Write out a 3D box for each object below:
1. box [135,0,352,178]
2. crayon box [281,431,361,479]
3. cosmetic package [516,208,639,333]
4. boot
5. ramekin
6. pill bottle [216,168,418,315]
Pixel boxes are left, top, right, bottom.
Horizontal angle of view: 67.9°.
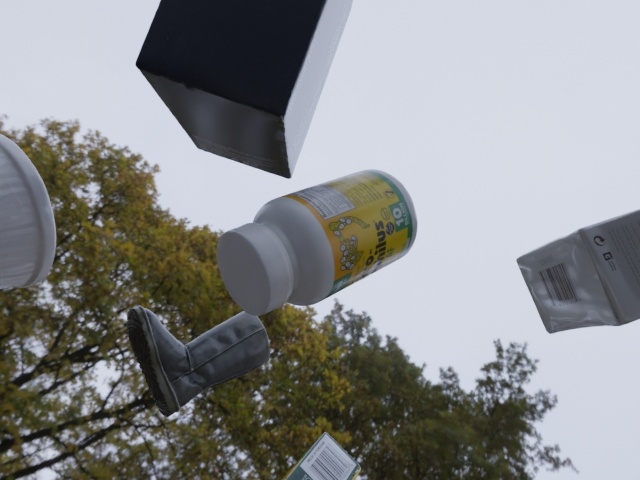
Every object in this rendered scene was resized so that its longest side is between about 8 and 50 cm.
[{"bbox_3d":[-0.073,-0.304,0.682,0.179,0.312,0.343,19,-97,-1],"label":"box"},{"bbox_3d":[-0.115,0.551,0.825,0.106,0.363,0.313,41,-64,14],"label":"crayon box"},{"bbox_3d":[0.566,0.021,0.792,0.385,0.217,0.156,-16,-103,-6],"label":"cosmetic package"},{"bbox_3d":[-0.187,0.159,0.772,0.076,0.208,0.189,-1,-72,49],"label":"boot"},{"bbox_3d":[-0.575,-0.035,0.784,0.273,0.127,0.272,10,-70,29],"label":"ramekin"},{"bbox_3d":[0.000,0.000,0.514,0.118,0.208,0.117,24,-56,41],"label":"pill bottle"}]
